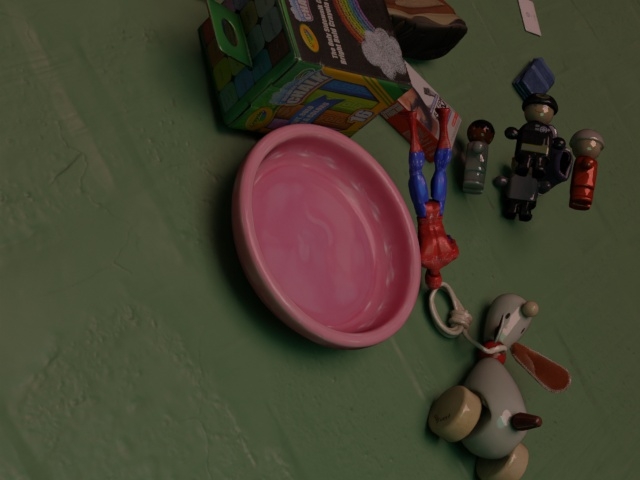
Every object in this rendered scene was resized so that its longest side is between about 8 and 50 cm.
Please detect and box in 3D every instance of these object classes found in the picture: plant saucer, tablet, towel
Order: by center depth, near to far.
[{"bbox_3d":[0.000,0.000,1.435,0.332,0.084,0.332,20,57,-35],"label":"plant saucer"},{"bbox_3d":[0.431,-0.318,2.035,0.067,0.029,0.119,53,44,-10],"label":"towel"},{"bbox_3d":[0.441,-0.473,2.136,0.054,0.006,0.083,7,65,-41],"label":"tablet"}]

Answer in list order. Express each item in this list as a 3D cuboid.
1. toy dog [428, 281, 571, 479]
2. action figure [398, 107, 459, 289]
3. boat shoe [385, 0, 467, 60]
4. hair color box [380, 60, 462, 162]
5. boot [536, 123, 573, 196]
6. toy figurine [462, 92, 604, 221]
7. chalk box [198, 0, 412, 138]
[{"bbox_3d":[0.289,0.204,1.549,0.220,0.161,0.334,24,55,-34],"label":"toy dog"},{"bbox_3d":[0.161,-0.066,1.587,0.091,0.139,0.281,-6,100,-10],"label":"action figure"},{"bbox_3d":[0.111,-0.379,1.712,0.324,0.122,0.120,-5,64,-47],"label":"boat shoe"},{"bbox_3d":[0.160,-0.223,1.716,0.167,0.053,0.093,40,49,-21],"label":"hair color box"},{"bbox_3d":[0.447,-0.166,1.932,0.069,0.086,0.190,38,49,-24],"label":"boot"},{"bbox_3d":[0.362,-0.142,1.751,0.213,0.209,0.148,25,66,-33],"label":"toy figurine"},{"bbox_3d":[-0.047,-0.267,1.441,0.289,0.179,0.180,6,60,-40],"label":"chalk box"}]
